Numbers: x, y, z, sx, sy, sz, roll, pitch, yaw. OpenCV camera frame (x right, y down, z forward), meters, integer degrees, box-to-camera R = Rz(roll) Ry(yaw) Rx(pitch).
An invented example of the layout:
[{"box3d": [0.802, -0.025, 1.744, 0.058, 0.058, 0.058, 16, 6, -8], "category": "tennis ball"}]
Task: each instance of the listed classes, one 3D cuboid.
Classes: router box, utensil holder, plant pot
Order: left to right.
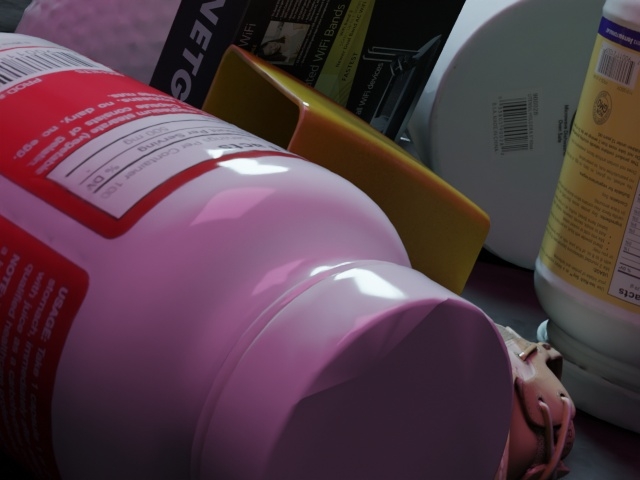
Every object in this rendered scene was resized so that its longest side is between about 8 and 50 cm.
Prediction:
[{"box3d": [-0.030, -0.121, 1.375, 0.243, 0.308, 0.081, -1, 36, -44], "category": "router box"}, {"box3d": [0.000, 0.000, 1.200, 0.187, 0.212, 0.212, 18, 12, -22], "category": "plant pot"}, {"box3d": [0.249, -0.165, 1.755, 0.328, 0.327, 0.385, 11, 17, -7], "category": "utensil holder"}]

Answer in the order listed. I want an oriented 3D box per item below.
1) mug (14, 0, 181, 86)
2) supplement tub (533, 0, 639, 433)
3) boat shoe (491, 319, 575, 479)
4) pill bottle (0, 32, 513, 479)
[{"box3d": [-0.144, -0.218, 1.553, 0.374, 0.328, 0.276, 39, -14, 52], "category": "mug"}, {"box3d": [0.308, -0.026, 1.269, 0.241, 0.331, 0.241, 12, 15, -3], "category": "supplement tub"}, {"box3d": [0.122, 0.115, 1.047, 0.098, 0.109, 0.302, 13, 9, 5], "category": "boat shoe"}, {"box3d": [-0.096, 0.038, 0.900, 0.229, 0.229, 0.408, -2, 21, -43], "category": "pill bottle"}]
